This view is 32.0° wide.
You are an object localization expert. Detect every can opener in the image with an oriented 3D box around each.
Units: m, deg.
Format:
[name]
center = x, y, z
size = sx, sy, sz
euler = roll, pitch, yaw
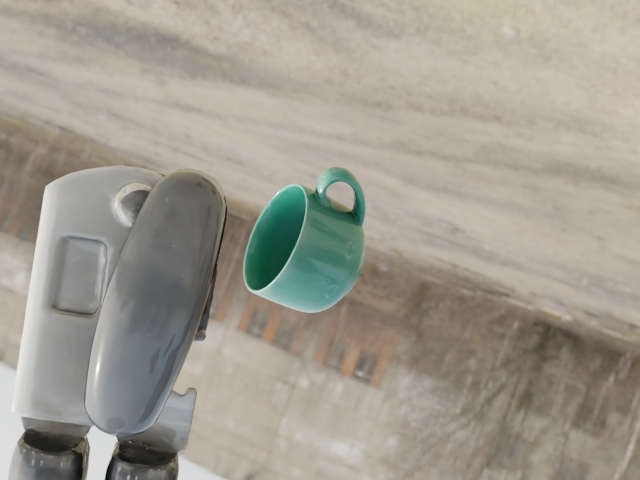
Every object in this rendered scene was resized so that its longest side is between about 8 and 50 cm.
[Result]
[can opener]
center = -0.095, 0.105, 0.444
size = 0.074, 0.281, 0.093
euler = 10, -172, -4

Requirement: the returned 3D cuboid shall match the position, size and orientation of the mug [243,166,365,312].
[mug]
center = -0.003, 0.009, 1.218
size = 0.097, 0.130, 0.157
euler = 24, 148, -26
